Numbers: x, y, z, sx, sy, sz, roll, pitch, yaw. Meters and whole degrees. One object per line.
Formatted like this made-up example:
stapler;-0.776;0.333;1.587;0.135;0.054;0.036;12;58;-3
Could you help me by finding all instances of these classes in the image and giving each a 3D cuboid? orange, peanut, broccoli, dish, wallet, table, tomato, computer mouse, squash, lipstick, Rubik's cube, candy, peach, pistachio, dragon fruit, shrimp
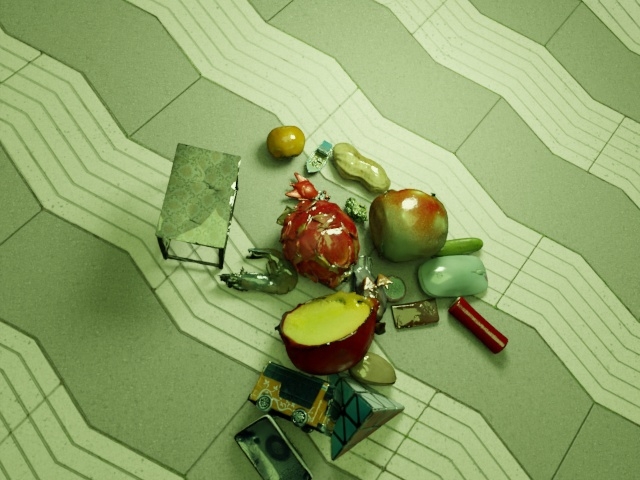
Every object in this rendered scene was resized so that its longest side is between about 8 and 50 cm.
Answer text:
orange;-0.132;-0.377;1.973;0.154;0.154;0.134;-21;118;-15
peanut;0.156;-0.280;2.001;0.274;0.111;0.125;35;74;4
broccoli;0.140;-0.117;1.956;0.095;0.092;0.097;4;89;6
dish;-0.139;0.673;1.626;0.243;0.182;0.080;53;28;6
wallet;0.356;0.273;1.894;0.176;0.026;0.095;-7;75;-11
table;-0.415;-0.106;1.762;0.222;0.272;0.335;11;70;-7
tomato;0.313;-0.045;1.856;0.303;0.303;0.239;7;69;-7
computer mouse;0.510;0.133;1.930;0.288;0.097;0.160;-5;70;-10
squash;0.518;0.027;1.981;0.251;0.066;0.066;-7;73;-13
lipstick;0.585;0.315;1.890;0.241;0.080;0.080;44;70;7
Rubik's cube;0.130;0.569;1.694;0.228;0.233;0.229;-11;115;23
candy;0.270;0.182;1.901;0.103;0.043;0.103;3;69;-9
peach;0.049;0.320;1.712;0.361;0.201;0.258;-23;34;1
pistachio;0.181;0.449;1.758;0.185;0.126;0.108;18;108;-17
dragon fruit;0.000;0.000;1.801;0.342;0.277;0.277;41;70;7
shrimp;-0.221;0.101;1.835;0.289;0.075;0.178;5;63;-7

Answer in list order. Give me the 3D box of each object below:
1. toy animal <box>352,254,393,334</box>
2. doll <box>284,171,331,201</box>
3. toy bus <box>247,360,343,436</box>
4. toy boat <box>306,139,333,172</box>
toy animal;0.181;0.189;1.818;0.122;0.186;0.298;-14;49;-12
doll;-0.043;-0.187;1.965;0.169;0.057;0.109;22;68;-1
toy bus;-0.072;0.512;1.637;0.275;0.139;0.167;16;65;24
toy boat;-0.006;-0.329;2.018;0.069;0.059;0.173;32;70;2
